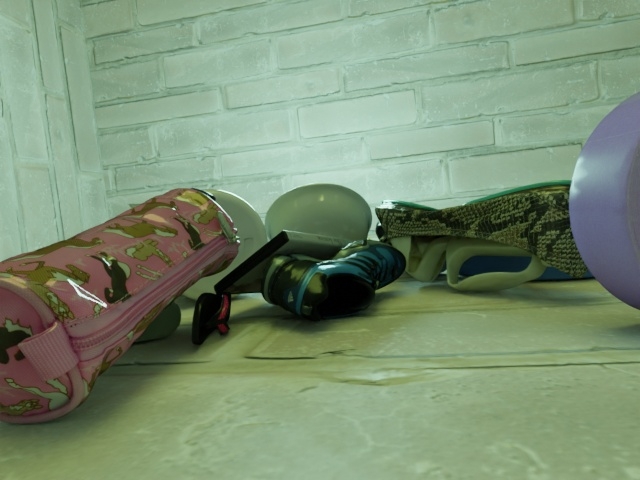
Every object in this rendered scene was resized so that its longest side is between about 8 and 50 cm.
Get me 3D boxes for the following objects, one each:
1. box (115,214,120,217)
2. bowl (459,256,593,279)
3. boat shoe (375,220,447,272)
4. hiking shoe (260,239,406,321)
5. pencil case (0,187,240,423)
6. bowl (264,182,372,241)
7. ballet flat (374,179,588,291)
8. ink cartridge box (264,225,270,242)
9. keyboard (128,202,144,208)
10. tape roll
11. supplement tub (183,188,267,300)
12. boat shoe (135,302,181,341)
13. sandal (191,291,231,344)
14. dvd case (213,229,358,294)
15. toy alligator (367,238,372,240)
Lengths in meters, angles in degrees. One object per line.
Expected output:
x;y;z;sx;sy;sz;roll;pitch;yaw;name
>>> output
-0.531;0.028;1.265;0.169;0.214;0.345;-6;4;-24;box
0.482;0.022;0.906;0.392;0.076;0.391;-5;3;0;bowl
0.196;0.013;1.032;0.102;0.108;0.301;-15;26;-14;boat shoe
0.054;0.076;0.678;0.304;0.113;0.132;-10;26;-39;hiking shoe
-0.239;0.043;0.501;0.167;0.160;0.386;-45;5;21;pencil case
0.000;0.000;1.088;0.299;0.133;0.297;-3;-41;-3;bowl
0.252;0.001;0.762;0.164;0.181;0.483;16;-7;-30;ballet flat
-0.187;0.024;1.312;0.159;0.092;0.218;-37;0;8;ink cartridge box
-0.392;-0.094;1.139;0.257;0.014;0.072;-3;-9;-6;keyboard
0.421;-0.043;0.426;0.276;0.274;0.090;-6;4;-1;tape roll
-0.291;0.010;0.976;0.241;0.240;0.331;-7;4;-28;supplement tub
-0.328;0.124;0.597;0.228;0.079;0.081;-1;-6;-28;boat shoe
-0.149;0.108;0.609;0.040;0.067;0.179;6;2;3;sandal
-0.047;0.048;0.756;0.180;0.022;0.253;-37;-23;26;dvd case
0.151;0.027;1.361;0.190;0.056;0.051;19;-21;31;toy alligator
